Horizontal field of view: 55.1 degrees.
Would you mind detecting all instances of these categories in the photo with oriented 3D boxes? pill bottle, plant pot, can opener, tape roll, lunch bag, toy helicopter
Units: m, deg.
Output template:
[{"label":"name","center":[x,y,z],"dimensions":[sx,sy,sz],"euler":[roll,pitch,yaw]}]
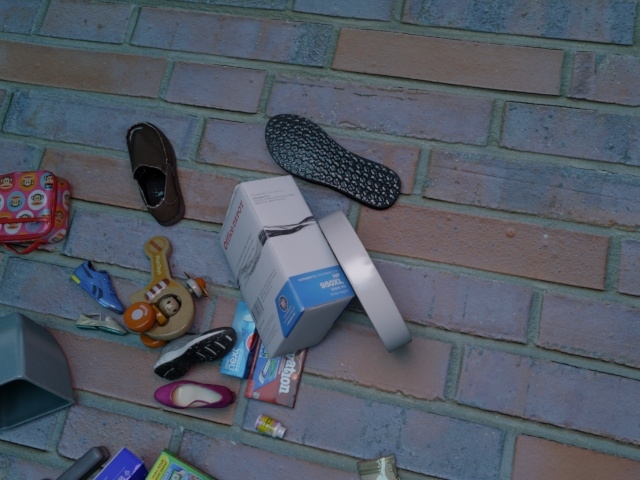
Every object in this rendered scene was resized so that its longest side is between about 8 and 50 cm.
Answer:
[{"label":"pill bottle","center":[-0.135,0.510,1.677],"dimensions":[0.083,0.043,0.043],"euler":[21,79,14]},{"label":"plant pot","center":[-0.881,0.357,1.752],"dimensions":[0.248,0.247,0.252],"euler":[-21,55,3]},{"label":"can opener","center":[-0.730,0.666,1.718],"dimensions":[0.283,0.076,0.095],"euler":[-42,73,-5]},{"label":"tape roll","center":[0.111,0.100,1.571],"dimensions":[0.072,0.392,0.392],"euler":[-29,72,1]},{"label":"lunch bag","center":[-0.950,-0.083,1.946],"dimensions":[0.293,0.120,0.258],"euler":[-3,78,10]},{"label":"toy helicopter","center":[-0.442,0.124,1.782],"dimensions":[0.235,0.140,0.355],"euler":[-18,54,-1]}]

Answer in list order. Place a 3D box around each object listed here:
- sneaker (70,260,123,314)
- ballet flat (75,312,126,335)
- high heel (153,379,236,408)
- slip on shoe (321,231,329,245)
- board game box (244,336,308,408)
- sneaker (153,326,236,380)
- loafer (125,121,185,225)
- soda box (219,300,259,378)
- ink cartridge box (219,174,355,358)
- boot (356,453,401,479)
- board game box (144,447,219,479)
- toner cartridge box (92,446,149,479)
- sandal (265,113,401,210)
[{"label":"sneaker","center":[-0.660,0.139,1.856],"dimensions":[0.209,0.069,0.082],"euler":[37,80,17]},{"label":"ballet flat","center":[-0.653,0.246,1.833],"dimensions":[0.168,0.057,0.052],"euler":[7,66,11]},{"label":"high heel","center":[-0.360,0.431,1.698],"dimensions":[0.244,0.117,0.082],"euler":[5,76,11]},{"label":"slip on shoe","center":[0.000,0.000,1.800],"dimensions":[0.136,0.051,0.041],"euler":[12,117,4]},{"label":"board game box","center":[-0.112,0.318,1.736],"dimensions":[0.145,0.027,0.281],"euler":[10,77,11]},{"label":"sneaker","center":[-0.354,0.293,1.718],"dimensions":[0.272,0.100,0.108],"euler":[-26,42,21]},{"label":"loafer","center":[-0.517,-0.227,1.900],"dimensions":[0.134,0.130,0.365],"euler":[-26,72,2]},{"label":"soda box","center":[-0.218,0.282,1.742],"dimensions":[0.071,0.067,0.210],"euler":[10,77,12]},{"label":"ink cartridge box","center":[-0.106,0.067,1.635],"dimensions":[0.166,0.285,0.394],"euler":[-13,62,-30]},{"label":"boot","center":[0.205,0.632,1.571],"dimensions":[0.213,0.077,0.165],"euler":[-10,71,10]},{"label":"board game box","center":[-0.412,0.748,1.627],"dimensions":[0.214,0.046,0.317],"euler":[31,81,-2]},{"label":"toner cartridge box","center":[-0.590,0.710,1.567],"dimensions":[0.075,0.165,0.348],"euler":[32,56,16]},{"label":"sandal","center":[0.025,-0.219,1.834],"dimensions":[0.446,0.107,0.167],"euler":[31,80,3]}]
